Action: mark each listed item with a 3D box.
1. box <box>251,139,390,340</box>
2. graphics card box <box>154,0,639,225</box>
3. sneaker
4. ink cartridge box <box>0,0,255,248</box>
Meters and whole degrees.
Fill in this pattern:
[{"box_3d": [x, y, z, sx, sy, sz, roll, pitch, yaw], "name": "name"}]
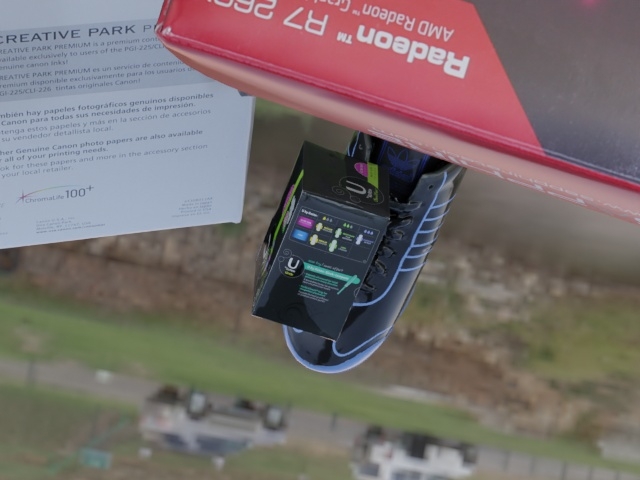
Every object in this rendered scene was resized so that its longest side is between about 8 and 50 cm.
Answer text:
[{"box_3d": [0.000, 0.000, 0.914, 0.052, 0.083, 0.062, 17, -152, -9], "name": "box"}, {"box_3d": [0.119, -0.192, 0.499, 0.232, 0.371, 0.094, 20, -178, 17], "name": "graphics card box"}, {"box_3d": [0.036, -0.026, 0.975, 0.081, 0.232, 0.090, 25, -173, 8], "name": "sneaker"}, {"box_3d": [-0.198, -0.128, 1.014, 0.309, 0.130, 0.272, -6, 140, -15], "name": "ink cartridge box"}]
